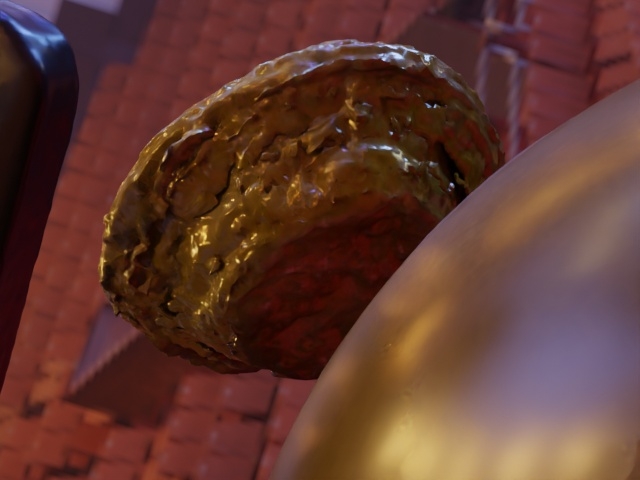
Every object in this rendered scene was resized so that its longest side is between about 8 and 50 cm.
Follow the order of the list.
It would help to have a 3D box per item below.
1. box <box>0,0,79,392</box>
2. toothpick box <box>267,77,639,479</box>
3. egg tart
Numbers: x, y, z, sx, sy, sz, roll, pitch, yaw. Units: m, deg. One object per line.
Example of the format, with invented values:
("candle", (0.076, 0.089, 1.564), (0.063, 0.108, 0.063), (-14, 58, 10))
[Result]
("box", (-0.271, -0.011, 0.876), (0.073, 0.290, 0.289), (-17, -54, -68))
("toothpick box", (0.177, 0.138, 0.521), (0.425, 0.408, 0.409), (-7, -65, -80))
("egg tart", (0.000, 0.000, 1.248), (0.123, 0.294, 0.294), (60, 144, 41))
